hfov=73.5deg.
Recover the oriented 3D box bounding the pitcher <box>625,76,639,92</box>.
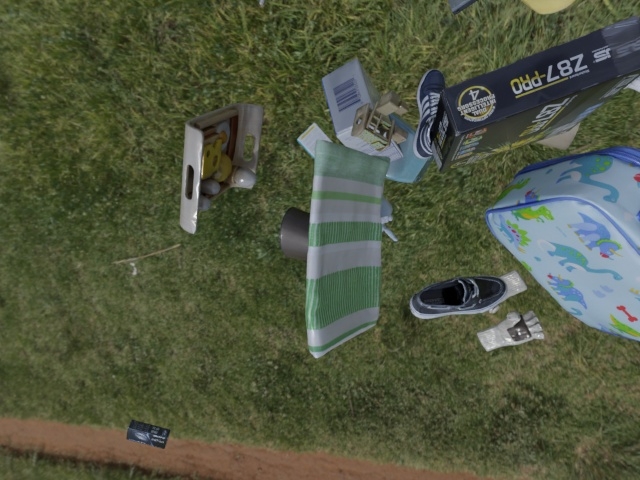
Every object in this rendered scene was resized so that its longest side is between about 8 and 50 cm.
[{"bbox_3d":[1.145,-0.551,1.467,0.207,0.177,0.125,4,126,4],"label":"pitcher"}]

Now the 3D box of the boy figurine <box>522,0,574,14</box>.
[{"bbox_3d":[0.298,-0.330,0.385,0.285,0.092,0.177,-44,46,7],"label":"boy figurine"}]

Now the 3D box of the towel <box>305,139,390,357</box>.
[{"bbox_3d":[0.052,0.011,0.725,0.038,0.248,0.324,8,98,30],"label":"towel"}]

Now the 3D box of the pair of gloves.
[{"bbox_3d":[0.583,0.231,1.389,0.204,0.042,0.240,-23,88,28],"label":"pair of gloves"}]

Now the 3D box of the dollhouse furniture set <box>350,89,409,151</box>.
[{"bbox_3d":[0.213,-0.325,1.254,0.161,0.182,0.101,-10,63,56],"label":"dollhouse furniture set"}]

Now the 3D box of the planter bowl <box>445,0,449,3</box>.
[{"bbox_3d":[0.513,-1.015,1.652,0.217,0.217,0.090,40,101,10],"label":"planter bowl"}]

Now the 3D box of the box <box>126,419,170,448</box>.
[{"bbox_3d":[-0.360,0.407,0.898,0.083,0.018,0.067,20,132,-9],"label":"box"}]

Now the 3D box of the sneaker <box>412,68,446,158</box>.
[{"bbox_3d":[0.360,-0.400,1.326,0.099,0.153,0.282,6,95,-7],"label":"sneaker"}]

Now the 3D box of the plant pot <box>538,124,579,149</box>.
[{"bbox_3d":[0.706,-0.451,1.444,0.274,0.256,0.256,11,108,14],"label":"plant pot"}]

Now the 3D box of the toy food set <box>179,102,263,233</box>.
[{"bbox_3d":[-0.210,-0.172,0.966,0.092,0.306,0.219,17,119,7],"label":"toy food set"}]

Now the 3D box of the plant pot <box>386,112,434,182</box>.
[{"bbox_3d":[0.343,-0.370,1.823,0.252,0.248,0.247,38,112,15],"label":"plant pot"}]

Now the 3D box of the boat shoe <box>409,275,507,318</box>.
[{"bbox_3d":[0.409,0.151,1.233,0.301,0.102,0.108,-7,63,-8],"label":"boat shoe"}]

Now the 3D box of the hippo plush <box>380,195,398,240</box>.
[{"bbox_3d":[0.234,-0.140,2.026,0.294,0.236,0.234,-8,121,39],"label":"hippo plush"}]

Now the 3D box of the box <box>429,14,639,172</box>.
[{"bbox_3d":[0.397,-0.259,0.876,0.318,0.395,0.097,-20,85,10],"label":"box"}]

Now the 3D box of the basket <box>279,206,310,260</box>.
[{"bbox_3d":[0.000,0.000,1.443,0.227,0.154,0.204,15,140,23],"label":"basket"}]

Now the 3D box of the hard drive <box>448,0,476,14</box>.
[{"bbox_3d":[0.450,-0.740,1.276,0.135,0.022,0.094,-24,49,29],"label":"hard drive"}]

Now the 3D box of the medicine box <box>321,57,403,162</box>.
[{"bbox_3d":[0.153,-0.434,1.527,0.149,0.289,0.263,-23,63,21],"label":"medicine box"}]

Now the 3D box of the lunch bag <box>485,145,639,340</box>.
[{"bbox_3d":[0.297,0.012,0.438,0.219,0.176,0.090,44,81,-6],"label":"lunch bag"}]

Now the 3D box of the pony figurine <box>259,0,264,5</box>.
[{"bbox_3d":[-0.079,-0.814,1.083,0.363,0.303,0.351,-21,91,3],"label":"pony figurine"}]

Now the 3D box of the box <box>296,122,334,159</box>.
[{"bbox_3d":[0.021,-0.361,1.777,0.100,0.060,0.244,-44,99,1],"label":"box"}]
